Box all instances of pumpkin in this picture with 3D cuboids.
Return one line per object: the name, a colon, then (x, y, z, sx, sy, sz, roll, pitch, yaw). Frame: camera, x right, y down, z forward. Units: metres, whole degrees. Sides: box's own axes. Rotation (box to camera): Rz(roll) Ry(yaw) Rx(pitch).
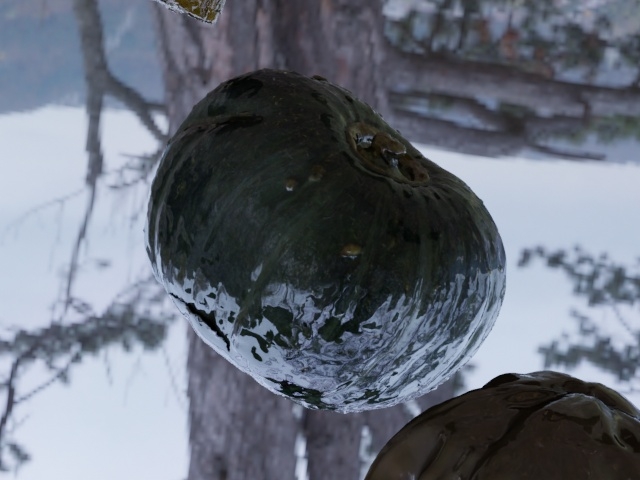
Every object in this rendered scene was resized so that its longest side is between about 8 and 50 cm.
pumpkin: (0.000, 0.000, 1.202, 0.292, 0.257, 0.327, 11, -146, -45)

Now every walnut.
walnut: (0.132, 0.219, 0.855, 0.227, 0.273, 0.273, 17, 180, -29)

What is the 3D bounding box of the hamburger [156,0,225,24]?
hamburger: (-0.193, -0.300, 1.231, 0.262, 0.131, 0.124, 29, -164, -7)
